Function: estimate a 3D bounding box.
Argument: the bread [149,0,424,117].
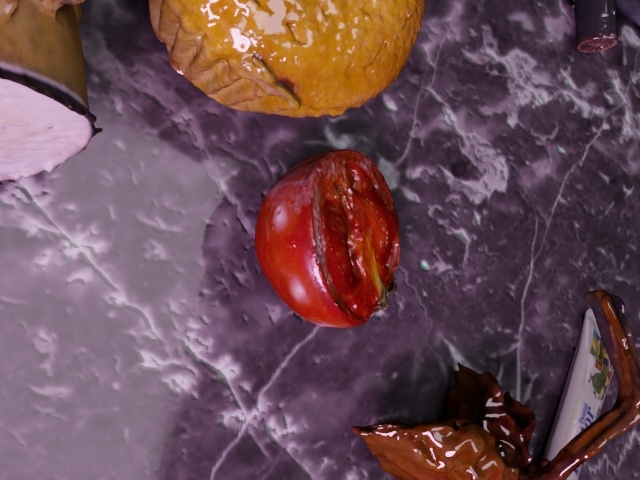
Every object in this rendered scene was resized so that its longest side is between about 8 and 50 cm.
[{"bbox_3d":[-0.024,-0.210,0.511,0.240,0.139,0.239,2,85,-28],"label":"bread"}]

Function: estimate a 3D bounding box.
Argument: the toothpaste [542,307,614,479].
[{"bbox_3d":[0.273,0.194,0.701,0.067,0.037,0.255,37,67,-21],"label":"toothpaste"}]

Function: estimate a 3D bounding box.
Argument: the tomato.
[{"bbox_3d":[0.000,0.000,0.540,0.159,0.091,0.139,-45,119,-51],"label":"tomato"}]

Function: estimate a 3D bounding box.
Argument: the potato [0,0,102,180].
[{"bbox_3d":[-0.281,-0.132,0.323,0.300,0.246,0.196,-6,79,-34],"label":"potato"}]

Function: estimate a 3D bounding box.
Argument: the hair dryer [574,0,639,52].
[{"bbox_3d":[0.380,-0.305,0.790,0.195,0.050,0.173,2,86,-32],"label":"hair dryer"}]

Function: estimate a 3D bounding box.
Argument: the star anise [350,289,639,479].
[{"bbox_3d":[0.163,0.182,0.580,0.346,0.148,0.237,-47,110,-12],"label":"star anise"}]
